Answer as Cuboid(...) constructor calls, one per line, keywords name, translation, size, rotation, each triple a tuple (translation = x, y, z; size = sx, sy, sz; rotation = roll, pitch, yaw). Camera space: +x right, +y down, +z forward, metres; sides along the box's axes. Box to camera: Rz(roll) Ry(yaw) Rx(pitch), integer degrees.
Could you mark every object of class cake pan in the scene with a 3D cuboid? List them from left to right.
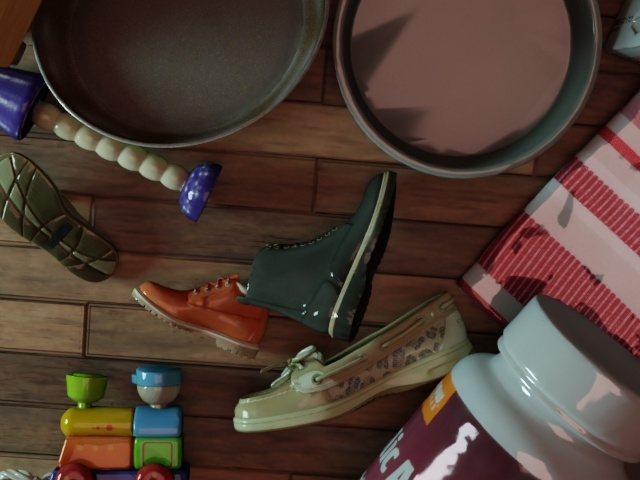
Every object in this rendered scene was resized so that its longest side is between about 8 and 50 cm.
Cuboid(name="cake pan", translation=(0.158, -0.216, 1.154), size=(0.293, 0.054, 0.293), rotation=(0, 99, -3))

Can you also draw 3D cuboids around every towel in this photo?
Cuboid(name="towel", translation=(0.347, 0.010, 1.176), size=(0.237, 0.037, 0.329), rotation=(44, 99, 5))

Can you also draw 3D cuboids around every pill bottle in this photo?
Cuboid(name="pill bottle", translation=(0.178, 0.264, 1.117), size=(0.224, 0.224, 0.392), rotation=(35, 105, -7))

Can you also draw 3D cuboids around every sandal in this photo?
Cuboid(name="sandal", translation=(-0.298, -0.025, 1.171), size=(0.072, 0.049, 0.180), rotation=(-40, 113, 9))

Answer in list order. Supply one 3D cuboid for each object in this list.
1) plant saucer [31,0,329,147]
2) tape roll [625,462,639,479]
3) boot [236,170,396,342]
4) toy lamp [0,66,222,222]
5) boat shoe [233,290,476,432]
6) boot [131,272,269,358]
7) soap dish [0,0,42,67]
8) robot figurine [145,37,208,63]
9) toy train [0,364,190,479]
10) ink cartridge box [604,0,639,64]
Cuboid(name="plant saucer", translation=(-0.142, -0.233, 1.090), size=(0.311, 0.050, 0.310), rotation=(-2, 73, 7))
Cuboid(name="tape roll", translation=(0.555, 0.315, 1.246), size=(0.392, 0.072, 0.392), rotation=(0, 98, -3))
Cuboid(name="boot", translation=(0.000, 0.000, 1.160), size=(0.137, 0.077, 0.198), rotation=(16, 67, 13))
Cuboid(name="toy lamp", translation=(-0.245, -0.111, 1.143), size=(0.275, 0.080, 0.080), rotation=(26, 97, -9))
Cuboid(name="boat shoe", translation=(0.031, 0.142, 1.187), size=(0.285, 0.104, 0.089), rotation=(-18, 91, -11))
Cuboid(name="boot", translation=(-0.131, 0.067, 1.187), size=(0.158, 0.059, 0.084), rotation=(23, 94, -14))
Cuboid(name="soap dish", translation=(-0.319, -0.288, 1.018), size=(0.118, 0.291, 0.229), rotation=(25, 97, -25))
Cuboid(name="robot figurine", translation=(-0.142, -0.175, 1.140), size=(0.101, 0.067, 0.115), rotation=(32, 95, -4))
Cuboid(name="toy train", translation=(-0.272, 0.213, 1.184), size=(0.248, 0.105, 0.143), rotation=(1, 88, -3))
Cuboid(name="ink cartridge box", translation=(0.466, -0.208, 1.097), size=(0.273, 0.197, 0.114), rotation=(18, 96, -6))
